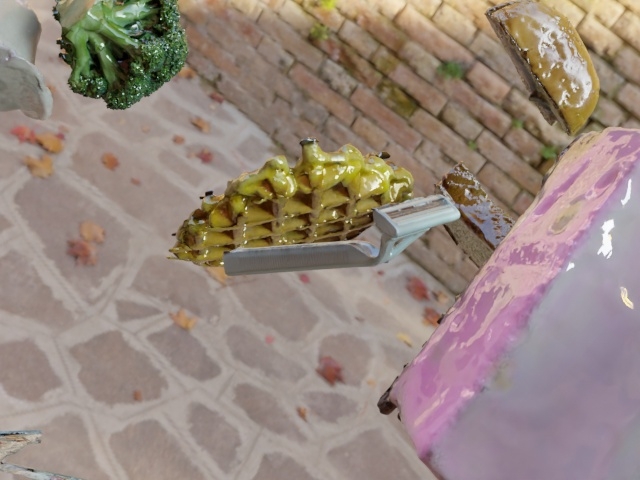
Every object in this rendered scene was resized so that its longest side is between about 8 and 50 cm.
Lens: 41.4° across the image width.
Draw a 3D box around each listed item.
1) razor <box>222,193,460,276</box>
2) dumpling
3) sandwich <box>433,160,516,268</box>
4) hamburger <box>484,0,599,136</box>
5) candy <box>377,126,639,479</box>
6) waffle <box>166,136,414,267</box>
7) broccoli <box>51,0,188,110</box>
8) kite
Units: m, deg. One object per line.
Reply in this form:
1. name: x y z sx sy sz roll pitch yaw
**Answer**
1. razor: 0.002 0.011 0.879 0.111 0.277 0.056 -15 90 -49
2. dumpling: -0.445 -0.265 1.120 0.227 0.175 0.243 53 18 -69
3. sandwich: 0.274 -0.003 1.357 0.215 0.065 0.186 49 -6 30
4. hamburger: 0.404 -0.314 1.488 0.262 0.131 0.124 55 10 -16
5. candy: 0.178 0.065 0.572 0.155 0.265 0.116 37 -1 -10
6. waffle: -0.049 -0.041 1.406 0.382 0.379 0.095 3 64 -49
7. broccoli: -0.264 -0.266 1.099 0.156 0.195 0.195 38 19 -52
8. kite: -0.538 0.341 1.302 0.368 0.014 0.406 11 2 4
